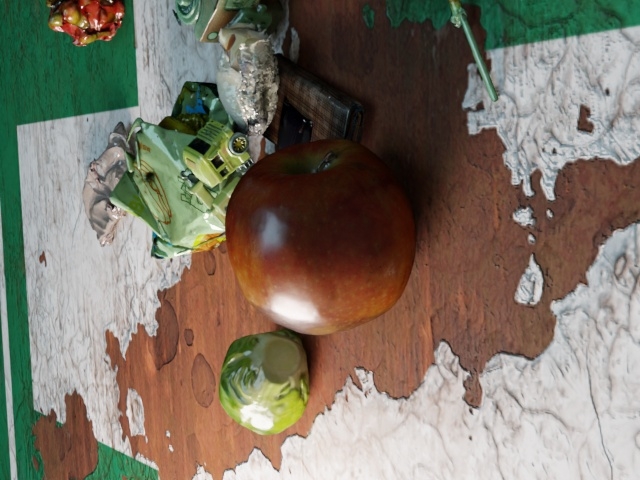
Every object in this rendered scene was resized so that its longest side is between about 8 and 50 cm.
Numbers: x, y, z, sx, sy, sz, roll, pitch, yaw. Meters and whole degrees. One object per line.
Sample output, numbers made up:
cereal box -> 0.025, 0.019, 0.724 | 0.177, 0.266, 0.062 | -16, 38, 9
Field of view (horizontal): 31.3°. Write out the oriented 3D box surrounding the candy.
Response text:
candy -> 0.154, -0.242, 1.226 | 0.060, 0.060, 0.201 | -29, 78, 55

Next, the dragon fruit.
dragon fruit -> -0.424, -0.412, 2.028 | 0.150, 0.208, 0.133 | -3, 110, 16

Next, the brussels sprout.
brussels sprout -> -0.080, 0.197, 1.581 | 0.155, 0.117, 0.155 | 173, 90, -68

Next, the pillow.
pillow -> -0.391, -0.097, 2.096 | 0.248, 0.049, 0.135 | -52, 56, 51

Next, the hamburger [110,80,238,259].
hamburger -> -0.218, -0.109, 1.728 | 0.260, 0.150, 0.276 | -3, 91, 56

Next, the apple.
apple -> 0.000, 0.000, 1.339 | 0.230, 0.230, 0.230 | 12, 104, 57

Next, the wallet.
wallet -> -0.016, -0.157, 1.501 | 0.230, 0.042, 0.124 | 39, 125, 50

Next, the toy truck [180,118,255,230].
toy truck -> -0.124, -0.078, 1.577 | 0.077, 0.100, 0.169 | 30, 160, 51

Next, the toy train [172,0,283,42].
toy train -> -0.154, -0.423, 1.605 | 0.159, 0.129, 0.326 | -52, 52, 42

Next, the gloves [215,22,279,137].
gloves -> -0.092, -0.208, 1.520 | 0.114, 0.070, 0.153 | 44, 140, 48
